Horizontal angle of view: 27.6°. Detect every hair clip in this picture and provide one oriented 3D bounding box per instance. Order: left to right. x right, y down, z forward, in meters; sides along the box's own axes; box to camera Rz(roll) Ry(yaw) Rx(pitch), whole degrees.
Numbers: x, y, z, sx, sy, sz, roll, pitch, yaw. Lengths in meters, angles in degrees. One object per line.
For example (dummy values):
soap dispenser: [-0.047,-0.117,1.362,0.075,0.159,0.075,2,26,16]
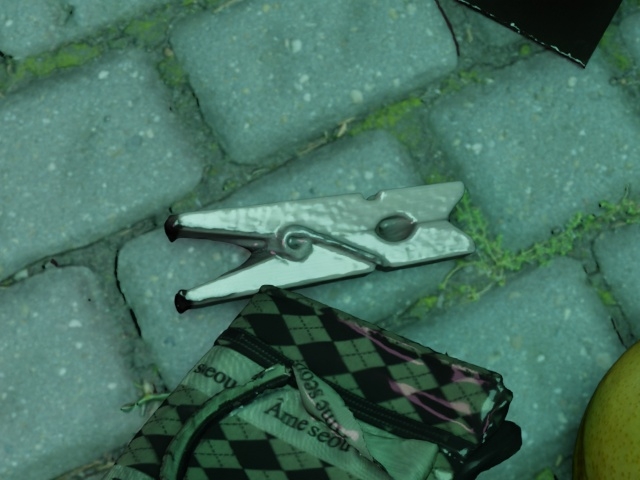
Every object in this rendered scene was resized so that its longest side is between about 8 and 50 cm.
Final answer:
hair clip: [0.000,0.001,1.410,0.331,0.085,0.101,-9,79,-11]

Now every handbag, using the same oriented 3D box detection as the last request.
handbag: [-0.030,0.247,1.192,0.317,0.180,0.416,14,49,30]

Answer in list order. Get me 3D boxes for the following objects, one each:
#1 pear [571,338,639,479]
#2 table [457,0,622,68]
pear: [0.404,0.217,1.276,0.314,0.314,0.314,1,76,-3]
table: [0.299,-0.387,1.437,0.196,0.250,0.282,29,77,4]
